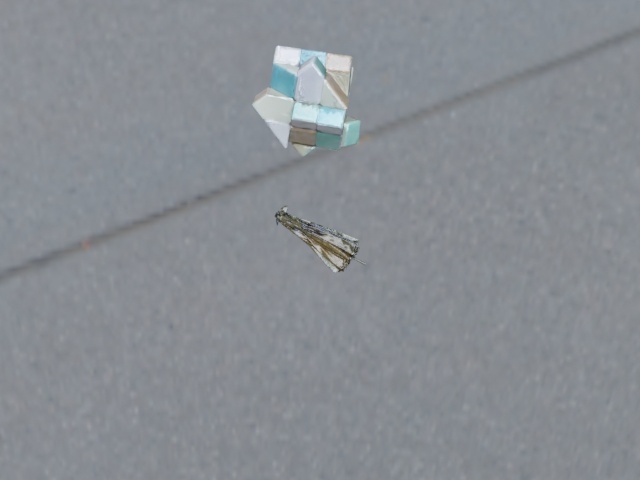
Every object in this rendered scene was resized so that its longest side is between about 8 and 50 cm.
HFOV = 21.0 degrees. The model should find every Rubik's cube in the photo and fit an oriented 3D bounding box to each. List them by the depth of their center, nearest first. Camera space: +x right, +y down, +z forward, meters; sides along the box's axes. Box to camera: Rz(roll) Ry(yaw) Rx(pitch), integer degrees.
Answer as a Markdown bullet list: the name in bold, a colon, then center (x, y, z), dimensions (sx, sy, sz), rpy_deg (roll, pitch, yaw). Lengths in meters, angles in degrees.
- **Rubik's cube**: center (-0.011, -0.102, 1.310), dimensions (0.075, 0.084, 0.073), rpy_deg (4, 70, 17)

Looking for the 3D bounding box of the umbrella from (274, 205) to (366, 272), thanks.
- **umbrella**: center (0.000, -0.001, 1.328), dimensions (0.083, 0.020, 0.031), rpy_deg (32, 86, 11)
